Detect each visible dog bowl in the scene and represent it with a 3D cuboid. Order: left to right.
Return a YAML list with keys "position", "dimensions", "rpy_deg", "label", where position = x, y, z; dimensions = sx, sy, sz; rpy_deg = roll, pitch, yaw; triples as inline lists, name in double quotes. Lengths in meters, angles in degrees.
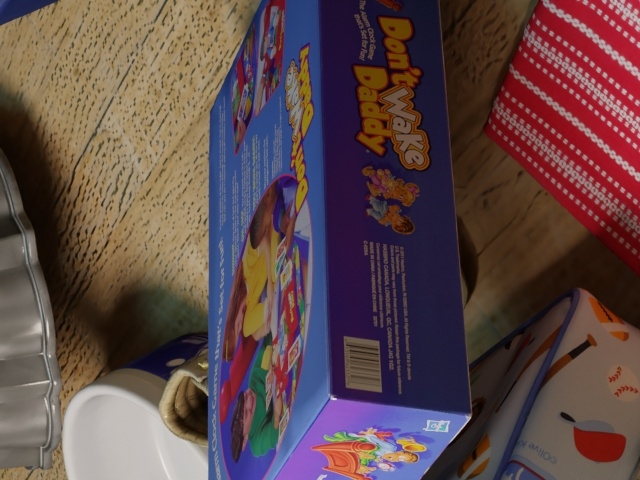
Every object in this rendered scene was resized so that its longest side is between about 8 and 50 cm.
- position: [-0.091, 0.213, 1.554]
  dimensions: [0.265, 0.104, 0.265]
  rpy_deg: [32, 137, 36]
  label: "dog bowl"

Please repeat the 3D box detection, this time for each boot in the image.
- position: [-0.008, 0.072, 1.287]
  dimensions: [0.213, 0.165, 0.077]
  rpy_deg: [-28, 91, 56]
  label: "boot"

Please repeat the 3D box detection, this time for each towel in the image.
- position: [0.194, -0.089, 1.032]
  dimensions: [0.199, 0.031, 0.275]
  rpy_deg: [46, 144, 21]
  label: "towel"

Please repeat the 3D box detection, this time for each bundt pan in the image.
- position: [-0.335, 0.055, 1.647]
  dimensions: [0.331, 0.124, 0.331]
  rpy_deg: [42, 138, 53]
  label: "bundt pan"

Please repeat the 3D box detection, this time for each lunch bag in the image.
- position: [0.104, 0.162, 1.148]
  dimensions: [0.115, 0.243, 0.303]
  rpy_deg: [34, 151, -7]
  label: "lunch bag"

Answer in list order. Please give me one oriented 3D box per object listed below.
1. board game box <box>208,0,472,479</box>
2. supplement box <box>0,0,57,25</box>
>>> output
- position: [0.000, 0.000, 1.125]
  dimensions: [0.233, 0.078, 0.347]
  rpy_deg: [121, 153, -52]
  label: "board game box"
- position: [-0.197, -0.352, 1.192]
  dimensions: [0.356, 0.195, 0.194]
  rpy_deg: [59, 146, 1]
  label: "supplement box"
